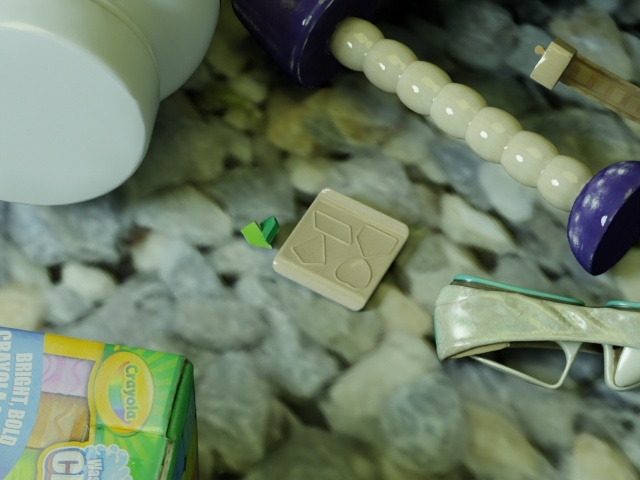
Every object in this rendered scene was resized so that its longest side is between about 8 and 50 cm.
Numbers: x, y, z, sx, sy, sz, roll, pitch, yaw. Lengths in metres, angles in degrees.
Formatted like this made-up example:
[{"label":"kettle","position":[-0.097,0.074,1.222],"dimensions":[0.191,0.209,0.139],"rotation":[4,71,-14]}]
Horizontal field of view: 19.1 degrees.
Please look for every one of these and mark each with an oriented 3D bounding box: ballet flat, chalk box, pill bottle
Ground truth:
[{"label":"ballet flat","position":[0.142,0.056,1.005],"dimensions":[0.168,0.057,0.052],"rotation":[8,79,8]},{"label":"chalk box","position":[-0.126,0.129,0.874],"dimensions":[0.213,0.132,0.132],"rotation":[9,52,3]},{"label":"pill bottle","position":[-0.141,-0.191,1.090],"dimensions":[0.188,0.188,0.334],"rotation":[6,52,2]}]

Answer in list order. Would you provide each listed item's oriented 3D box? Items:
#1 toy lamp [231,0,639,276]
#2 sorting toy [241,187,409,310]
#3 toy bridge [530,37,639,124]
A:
[{"label":"toy lamp","position":[0.064,-0.082,1.085],"dimensions":[0.275,0.080,0.080],"rotation":[36,58,23]},{"label":"sorting toy","position":[0.000,0.000,1.057],"dimensions":[0.083,0.012,0.062],"rotation":[26,60,12]},{"label":"toy bridge","position":[0.202,-0.060,1.083],"dimensions":[0.188,0.026,0.063],"rotation":[33,16,5]}]
